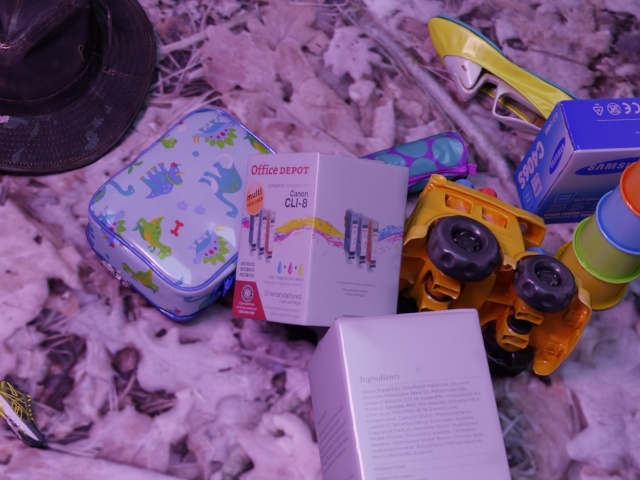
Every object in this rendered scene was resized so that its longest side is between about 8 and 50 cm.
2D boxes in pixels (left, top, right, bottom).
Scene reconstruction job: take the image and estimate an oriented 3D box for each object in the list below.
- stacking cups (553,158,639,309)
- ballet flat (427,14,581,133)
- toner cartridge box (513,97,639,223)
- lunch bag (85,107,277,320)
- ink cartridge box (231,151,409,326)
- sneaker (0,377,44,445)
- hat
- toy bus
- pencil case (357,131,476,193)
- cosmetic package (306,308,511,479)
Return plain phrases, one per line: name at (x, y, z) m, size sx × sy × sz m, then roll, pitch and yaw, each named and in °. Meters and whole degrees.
stacking cups at (0.341, -0.038, 1.403) m, size 0.096 × 0.316 × 0.096 m, roll 5°, pitch 59°, yaw -8°
ballet flat at (0.218, -0.194, 1.614) m, size 0.231 × 0.077 × 0.077 m, roll 33°, pitch 75°, yaw 5°
toner cartridge box at (0.422, -0.097, 1.546) m, size 0.348 × 0.165 × 0.075 m, roll -3°, pitch 61°, yaw -14°
lunch bag at (-0.134, -0.027, 1.421) m, size 0.176 × 0.090 × 0.219 m, roll 39°, pitch 59°, yaw 11°
ink cartridge box at (0.000, 0.000, 1.351) m, size 0.127 × 0.128 × 0.176 m, roll 7°, pitch 87°, yaw -39°
sneaker at (-0.301, 0.169, 1.302) m, size 0.035 × 0.031 × 0.083 m, roll -38°, pitch 74°, yaw -29°
hat at (-0.334, -0.242, 1.479) m, size 0.331 × 0.134 × 0.331 m, roll 6°, pitch 59°, yaw -10°
toy bus at (0.187, 0.021, 1.450) m, size 0.220 × 0.149 × 0.211 m, roll 21°, pitch 42°, yaw -2°
pencil case at (0.100, -0.080, 1.519) m, size 0.151 × 0.064 × 0.070 m, roll -18°, pitch 37°, yaw -21°
cosmetic package at (0.082, 0.180, 1.302) m, size 0.151 × 0.151 × 0.184 m, roll -3°, pitch 69°, yaw -14°
